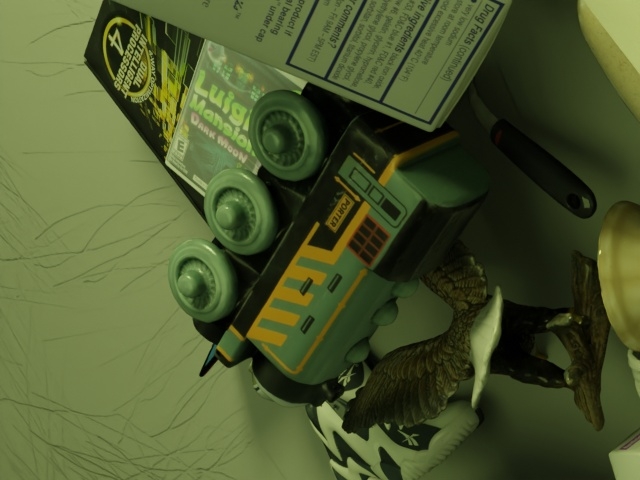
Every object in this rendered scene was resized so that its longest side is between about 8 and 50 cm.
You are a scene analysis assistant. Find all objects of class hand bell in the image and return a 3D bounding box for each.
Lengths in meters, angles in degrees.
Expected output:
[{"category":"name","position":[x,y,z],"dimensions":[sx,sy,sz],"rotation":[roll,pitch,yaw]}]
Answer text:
[{"category":"hand bell","position":[0.352,0.016,1.065],"dimensions":[0.242,0.126,0.126],"rotation":[-8,104,37]}]

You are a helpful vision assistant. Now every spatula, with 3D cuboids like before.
[{"category":"spatula","position":[0.150,-0.112,1.224],"dimensions":[0.296,0.030,0.084],"rotation":[53,142,39]}]

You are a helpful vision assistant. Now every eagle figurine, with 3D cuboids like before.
[{"category":"eagle figurine","position":[0.129,0.076,1.255],"dimensions":[0.298,0.226,0.225],"rotation":[12,138,37]}]

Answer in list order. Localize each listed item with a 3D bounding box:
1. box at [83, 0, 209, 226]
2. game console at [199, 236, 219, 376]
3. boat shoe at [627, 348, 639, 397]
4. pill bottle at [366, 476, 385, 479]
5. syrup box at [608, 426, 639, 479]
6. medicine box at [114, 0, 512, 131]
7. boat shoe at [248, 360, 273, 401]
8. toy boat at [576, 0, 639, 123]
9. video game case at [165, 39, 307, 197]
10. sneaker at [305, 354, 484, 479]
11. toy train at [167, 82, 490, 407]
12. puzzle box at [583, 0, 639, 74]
[{"category":"box","position":[-0.076,-0.216,1.384],"dimensions":[0.318,0.097,0.395],"rotation":[51,138,16]},{"category":"game console","position":[-0.118,0.064,1.584],"dimensions":[0.124,0.085,0.144],"rotation":[54,138,12]},{"category":"boat shoe","position":[0.352,0.106,1.093],"dimensions":[0.258,0.095,0.084],"rotation":[-15,111,48]},{"category":"pill bottle","position":[0.186,0.348,1.217],"dimensions":[0.363,0.210,0.210],"rotation":[19,126,10]},{"category":"syrup box","position":[0.366,0.202,1.132],"dimensions":[0.237,0.096,0.093],"rotation":[-6,105,49]},{"category":"medicine box","position":[0.006,-0.263,1.062],"dimensions":[0.289,0.263,0.149],"rotation":[23,136,-7]},{"category":"boat shoe","position":[-0.030,0.056,1.446],"dimensions":[0.094,0.109,0.302],"rotation":[24,134,0]},{"category":"toy boat","position":[0.341,-0.165,0.949],"dimensions":[0.267,0.148,0.318],"rotation":[53,145,5]},{"category":"video game case","position":[-0.061,-0.095,1.313],"dimensions":[0.190,0.022,0.173],"rotation":[40,124,27]},{"category":"sneaker","position":[0.059,0.173,1.444],"dimensions":[0.153,0.094,0.235],"rotation":[54,150,-1]},{"category":"toy train","position":[0.000,0.000,1.182],"dimensions":[0.190,0.142,0.334],"rotation":[45,126,17]},{"category":"puzzle box","position":[0.212,-0.295,0.869],"dimensions":[0.409,0.052,0.272],"rotation":[57,141,17]}]
